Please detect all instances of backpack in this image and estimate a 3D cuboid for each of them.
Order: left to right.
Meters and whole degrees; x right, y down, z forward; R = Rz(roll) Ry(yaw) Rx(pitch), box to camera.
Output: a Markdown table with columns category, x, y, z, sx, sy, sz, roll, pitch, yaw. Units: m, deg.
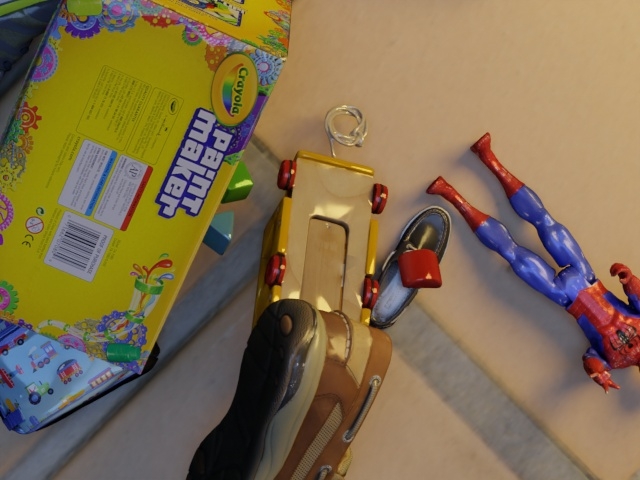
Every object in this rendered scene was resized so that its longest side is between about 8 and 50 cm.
| category | x | y | z | sx | sy | sz | roll | pitch | yaw |
| --- | --- | --- | --- | --- | --- | --- | --- | --- | --- |
| backpack | -0.248 | 0.070 | 1.749 | 0.158 | 0.117 | 0.173 | -28 | 86 | 1 |

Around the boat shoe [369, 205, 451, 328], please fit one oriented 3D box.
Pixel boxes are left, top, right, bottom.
| category | x | y | z | sx | sy | sz | roll | pitch | yaw |
| --- | --- | --- | --- | --- | --- | --- | --- | --- | --- |
| boat shoe | 0.079 | 0.025 | 1.772 | 0.046 | 0.038 | 0.125 | 35 | 92 | 2 |

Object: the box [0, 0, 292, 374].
| category | x | y | z | sx | sy | sz | roll | pitch | yaw |
| --- | --- | --- | --- | --- | --- | --- | --- | --- | --- |
| box | -0.161 | -0.096 | 1.615 | 0.177 | 0.279 | 0.290 | 23 | 110 | -9 |

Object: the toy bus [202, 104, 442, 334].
| category | x | y | z | sx | sy | sz | roll | pitch | yaw |
| --- | --- | --- | --- | --- | --- | --- | --- | --- | --- |
| toy bus | -0.006 | 0.009 | 1.740 | 0.202 | 0.104 | 0.191 | -29 | 75 | -32 |

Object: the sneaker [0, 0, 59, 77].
| category | x | y | z | sx | sy | sz | roll | pitch | yaw |
| --- | --- | --- | --- | --- | --- | --- | --- | --- | --- |
| sneaker | -0.327 | -0.151 | 1.769 | 0.300 | 0.111 | 0.121 | -26 | 106 | 4 |

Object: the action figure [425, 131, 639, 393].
| category | x | y | z | sx | sy | sz | roll | pitch | yaw |
| --- | --- | --- | --- | --- | --- | --- | --- | --- | --- |
| action figure | 0.217 | 0.033 | 1.722 | 0.091 | 0.139 | 0.280 | -44 | 91 | 3 |

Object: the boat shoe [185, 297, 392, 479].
| category | x | y | z | sx | sy | sz | roll | pitch | yaw |
| --- | --- | --- | --- | --- | --- | --- | --- | --- | --- |
| boat shoe | -0.029 | 0.193 | 1.693 | 0.120 | 0.122 | 0.324 | 9 | 128 | -23 |
